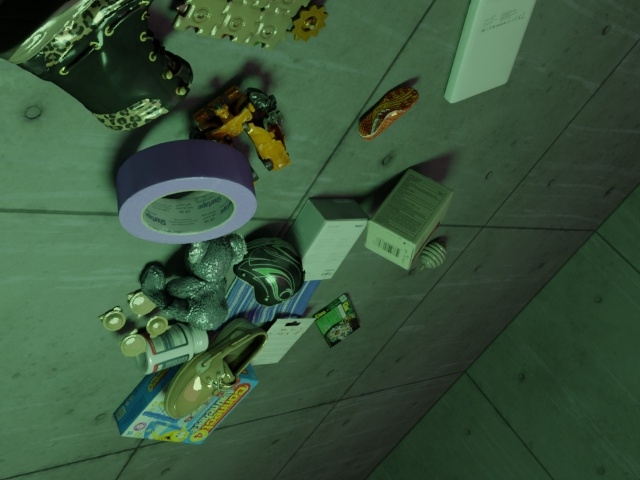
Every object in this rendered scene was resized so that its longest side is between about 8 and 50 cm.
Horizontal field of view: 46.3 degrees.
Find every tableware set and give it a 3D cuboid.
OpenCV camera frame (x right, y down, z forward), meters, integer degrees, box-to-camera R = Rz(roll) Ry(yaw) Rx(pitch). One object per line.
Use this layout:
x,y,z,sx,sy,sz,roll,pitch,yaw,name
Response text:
-0.452,0.204,1.845,0.141,0.020,0.169,-32,123,-12,tableware set

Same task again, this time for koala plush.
-0.275,0.076,1.770,0.196,0.203,0.221,7,116,-52,koala plush

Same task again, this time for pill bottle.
-0.395,0.278,1.979,0.180,0.108,0.108,-13,142,-36,pill bottle

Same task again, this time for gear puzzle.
-0.106,-0.435,1.365,0.339,0.044,0.175,-2,138,-47,gear puzzle

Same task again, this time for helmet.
-0.133,0.069,1.918,0.169,0.169,0.161,-32,119,-10,helmet

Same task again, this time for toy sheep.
0.380,0.053,2.535,0.132,0.091,0.091,-52,153,-14,toy sheep

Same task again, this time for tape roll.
-0.270,-0.092,1.513,0.274,0.090,0.275,-10,156,-5,tape roll

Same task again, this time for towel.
-0.138,0.158,2.163,0.336,0.040,0.243,-5,137,-43,towel

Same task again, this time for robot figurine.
-0.169,-0.208,1.568,0.211,0.085,0.291,-36,151,-4,robot figurine

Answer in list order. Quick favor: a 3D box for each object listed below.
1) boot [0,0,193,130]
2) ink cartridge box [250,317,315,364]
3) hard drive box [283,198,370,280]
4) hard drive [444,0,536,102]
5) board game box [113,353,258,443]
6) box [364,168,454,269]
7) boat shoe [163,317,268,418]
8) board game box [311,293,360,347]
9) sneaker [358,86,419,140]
-0.289,-0.344,1.191,0.377,0.138,0.284,-36,150,4,boot
-0.145,0.301,2.337,0.181,0.056,0.225,6,129,-50,ink cartridge box
0.000,0.000,2.039,0.181,0.089,0.232,-3,136,-46,hard drive box
0.425,-0.496,1.856,0.203,0.040,0.307,-24,148,-24,hard drive
-0.393,0.463,2.212,0.302,0.086,0.308,23,115,-45,board game box
0.245,-0.061,2.081,0.232,0.148,0.127,-50,160,-31,box
-0.285,0.354,2.044,0.341,0.110,0.122,-49,132,-20,boat shoe
0.057,0.278,2.554,0.136,0.030,0.260,-32,150,-6,board game box
0.163,-0.312,1.827,0.175,0.064,0.067,-36,171,6,sneaker
